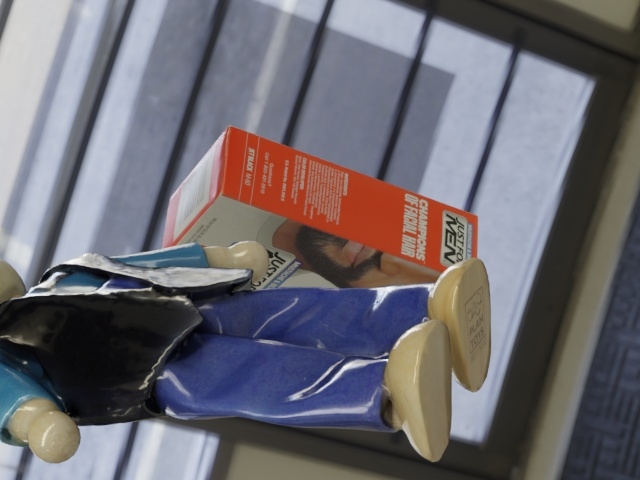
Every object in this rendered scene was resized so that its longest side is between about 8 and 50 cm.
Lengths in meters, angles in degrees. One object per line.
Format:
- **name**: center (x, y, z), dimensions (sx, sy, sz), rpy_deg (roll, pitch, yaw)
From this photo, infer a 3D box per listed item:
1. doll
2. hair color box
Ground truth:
- **doll**: center (-0.044, 0.028, 0.467), dimensions (0.129, 0.189, 0.046), rpy_deg (-50, -43, -55)
- **hair color box**: center (0.000, 0.000, 0.894), dimensions (0.093, 0.167, 0.053), rpy_deg (-45, 33, 51)
